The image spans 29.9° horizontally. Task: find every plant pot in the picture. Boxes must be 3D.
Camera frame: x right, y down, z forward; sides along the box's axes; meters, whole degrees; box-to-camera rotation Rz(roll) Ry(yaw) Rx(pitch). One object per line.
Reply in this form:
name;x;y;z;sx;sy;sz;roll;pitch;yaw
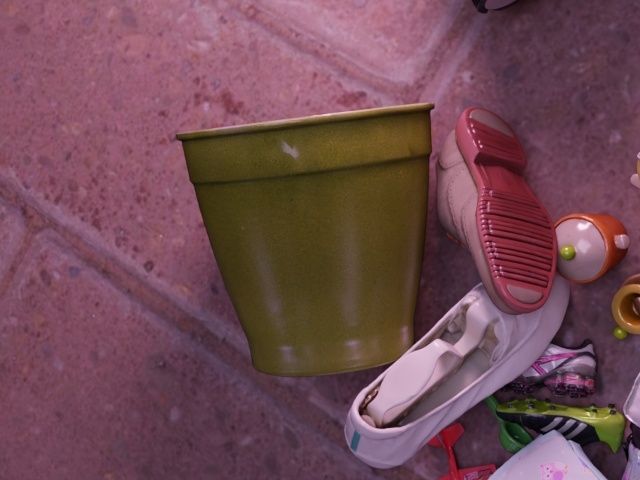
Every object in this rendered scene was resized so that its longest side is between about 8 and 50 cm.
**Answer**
plant pot;0.000;0.000;1.704;0.366;0.366;0.353;-5;95;23

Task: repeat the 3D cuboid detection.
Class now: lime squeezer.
lime squeezer;0.270;0.310;1.711;0.110;0.058;0.310;-24;75;53

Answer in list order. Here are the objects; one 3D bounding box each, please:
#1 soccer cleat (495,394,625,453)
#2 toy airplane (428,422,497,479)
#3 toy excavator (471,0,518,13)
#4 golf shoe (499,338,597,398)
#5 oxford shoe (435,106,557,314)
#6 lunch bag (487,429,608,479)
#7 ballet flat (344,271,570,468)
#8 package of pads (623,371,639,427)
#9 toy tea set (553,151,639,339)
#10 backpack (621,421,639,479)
soccer cleat;0.332;0.259;1.667;0.178;0.060;0.072;5;103;14
toy airplane;0.192;0.332;1.742;0.151;0.028;0.151;4;96;38
toy excavator;0.405;-0.545;1.632;0.222;0.445;0.433;63;150;14
golf shoe;0.298;0.174;1.697;0.186;0.067;0.086;2;69;17
oxford shoe;0.234;-0.022;1.660;0.130;0.123;0.348;-52;30;40
lunch bag;0.305;0.409;1.559;0.262;0.160;0.223;-67;30;17
ballet flat;0.192;0.150;1.622;0.400;0.139;0.139;-41;70;-12
package of pads;0.540;0.237;1.491;0.296;0.229;0.101;29;103;23
toy tea set;0.438;-0.020;1.567;0.200;0.124;0.336;49;125;22
backpack;0.454;0.345;1.586;0.152;0.115;0.182;17;96;21
